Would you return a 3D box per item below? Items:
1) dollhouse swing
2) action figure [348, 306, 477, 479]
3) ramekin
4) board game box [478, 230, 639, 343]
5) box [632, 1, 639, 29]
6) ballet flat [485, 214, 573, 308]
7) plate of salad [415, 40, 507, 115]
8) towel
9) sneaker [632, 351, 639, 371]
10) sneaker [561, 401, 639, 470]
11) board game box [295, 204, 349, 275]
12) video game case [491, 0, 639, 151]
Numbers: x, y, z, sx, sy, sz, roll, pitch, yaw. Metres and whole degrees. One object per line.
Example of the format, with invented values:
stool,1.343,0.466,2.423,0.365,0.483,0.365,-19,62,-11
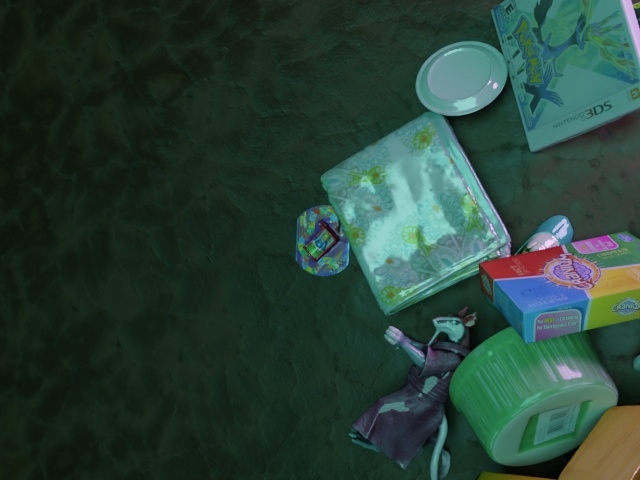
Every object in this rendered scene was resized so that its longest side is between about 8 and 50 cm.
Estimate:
dollhouse swing,0.514,0.503,1.428,0.305,0.315,0.346,4,125,49
action figure,0.230,0.306,1.539,0.276,0.248,0.370,38,104,15
ramekin,0.417,0.301,1.427,0.303,0.303,0.148,-39,44,15
board game box,0.491,0.081,1.397,0.317,0.242,0.064,-12,111,-4
box,0.631,-0.440,1.473,0.207,0.114,0.036,-17,84,19
ballet flat,0.439,0.050,1.550,0.083,0.087,0.247,43,102,17
plate of salad,0.307,-0.349,1.610,0.200,0.048,0.199,-10,61,18
towel,0.204,-0.061,1.620,0.321,0.090,0.374,-28,74,15
sneaker,0.724,0.146,1.442,0.295,0.105,0.146,-48,32,42
sneaker,0.611,0.411,1.482,0.272,0.100,0.108,-32,84,16
board game box,0.000,0.000,1.736,0.133,0.033,0.168,3,90,19
video game case,0.492,-0.376,1.471,0.300,0.036,0.328,-23,79,57
